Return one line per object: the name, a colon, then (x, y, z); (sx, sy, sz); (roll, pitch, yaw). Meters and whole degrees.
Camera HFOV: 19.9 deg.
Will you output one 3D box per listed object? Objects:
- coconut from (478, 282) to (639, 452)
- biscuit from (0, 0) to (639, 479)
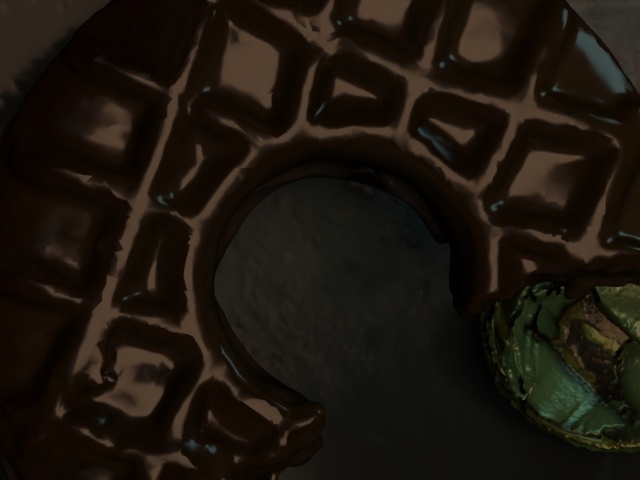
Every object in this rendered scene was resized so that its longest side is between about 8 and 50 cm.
coconut: (0.142, 0.047, 0.991); (0.133, 0.055, 0.158); (-24, 94, -16)
biscuit: (-0.017, -0.010, 0.893); (0.366, 0.115, 0.268); (-33, 90, -8)
